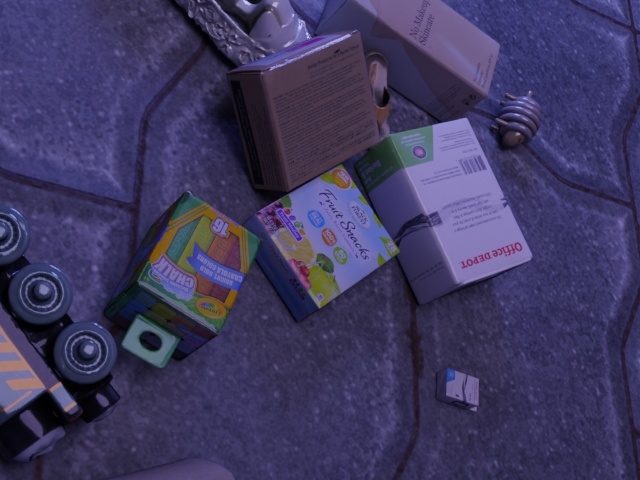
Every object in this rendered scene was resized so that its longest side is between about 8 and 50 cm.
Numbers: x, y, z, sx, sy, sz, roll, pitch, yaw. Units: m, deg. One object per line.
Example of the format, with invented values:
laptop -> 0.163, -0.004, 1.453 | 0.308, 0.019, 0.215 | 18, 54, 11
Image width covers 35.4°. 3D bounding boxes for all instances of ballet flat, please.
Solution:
ballet flat -> -0.134, -0.384, 1.613 | 0.409, 0.147, 0.147 | 40, 52, -13

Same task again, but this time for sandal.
sandal -> 0.096, -0.242, 1.733 | 0.072, 0.049, 0.180 | 3, 88, -25

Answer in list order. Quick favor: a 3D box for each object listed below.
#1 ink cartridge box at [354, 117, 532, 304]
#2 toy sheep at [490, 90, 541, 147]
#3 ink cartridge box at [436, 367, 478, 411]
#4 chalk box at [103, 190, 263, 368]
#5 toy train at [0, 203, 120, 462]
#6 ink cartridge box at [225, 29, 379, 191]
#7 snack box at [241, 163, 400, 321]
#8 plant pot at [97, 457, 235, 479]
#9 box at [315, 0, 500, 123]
ink cartridge box -> 0.209, -0.051, 1.696 | 0.198, 0.115, 0.273 | -16, 78, -38
toy sheep -> 0.381, -0.235, 1.923 | 0.091, 0.091, 0.132 | 30, 73, -19
ink cartridge box -> 0.229, 0.243, 1.625 | 0.083, 0.028, 0.048 | 21, 58, -25
chalk box -> -0.194, 0.067, 1.353 | 0.132, 0.132, 0.213 | 33, 53, -16
toy train -> -0.392, 0.105, 1.209 | 0.190, 0.142, 0.334 | -37, 93, -28
ink cartridge box -> -0.022, -0.208, 1.582 | 0.234, 0.088, 0.193 | -31, 117, -40
snack box -> 0.000, 0.000, 1.559 | 0.207, 0.070, 0.174 | -33, 88, -42
plant pot -> -0.220, 0.389, 1.089 | 0.305, 0.334, 0.334 | -12, 75, -49
box -> 0.160, -0.364, 1.809 | 0.311, 0.121, 0.148 | 31, 55, -19
